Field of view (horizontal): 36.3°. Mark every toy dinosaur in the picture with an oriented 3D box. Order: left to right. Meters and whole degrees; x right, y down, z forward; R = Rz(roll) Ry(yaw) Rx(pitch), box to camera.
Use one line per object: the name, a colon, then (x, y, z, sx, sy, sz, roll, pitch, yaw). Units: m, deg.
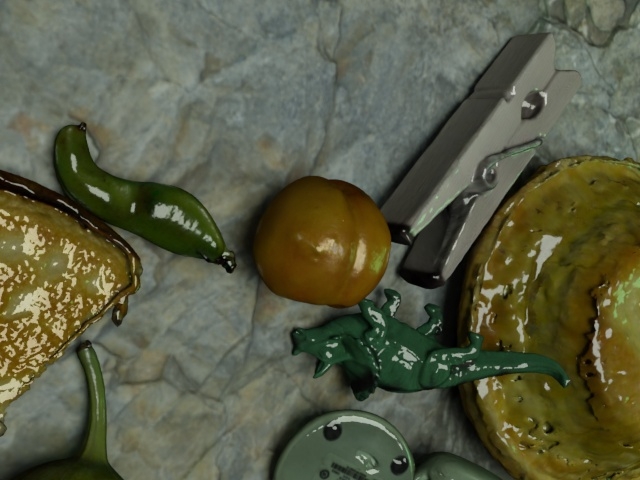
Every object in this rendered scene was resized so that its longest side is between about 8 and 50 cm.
toy dinosaur: (0.115, 0.109, 1.054, 0.292, 0.079, 0.120, -5, 95, -2)

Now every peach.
peach: (0.000, 0.000, 0.986, 0.138, 0.138, 0.138, -2, 94, -30)

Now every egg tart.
egg tart: (0.362, 0.108, 1.175, 0.443, 0.178, 0.443, -1, 92, -30)

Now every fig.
fig: (-0.225, 0.217, 0.894, 0.149, 0.149, 0.245, 23, 62, -29)

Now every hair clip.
hair clip: (0.184, -0.097, 1.111, 0.101, 0.085, 0.331, 49, 69, -26)

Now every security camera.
security camera: (0.082, 0.286, 1.086, 0.301, 0.080, 0.157, 29, 94, -17)

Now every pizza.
pizza: (-0.277, 0.067, 0.861, 0.251, 0.074, 0.287, -3, 96, -30)

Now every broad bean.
broad bean: (-0.166, -0.032, 0.933, 0.214, 0.048, 0.070, 37, 76, -24)
